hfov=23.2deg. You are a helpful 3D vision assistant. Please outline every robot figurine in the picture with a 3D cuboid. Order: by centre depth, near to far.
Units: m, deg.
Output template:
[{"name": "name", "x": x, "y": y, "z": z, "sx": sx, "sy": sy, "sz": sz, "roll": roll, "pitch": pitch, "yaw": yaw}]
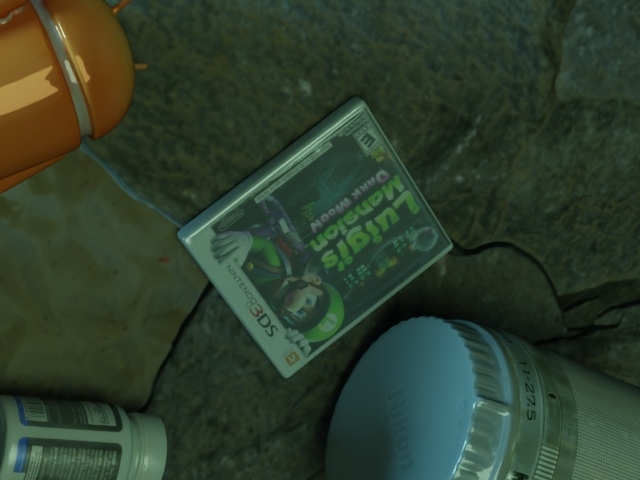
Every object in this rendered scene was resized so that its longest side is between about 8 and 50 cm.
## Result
[{"name": "robot figurine", "x": -0.227, "y": -0.110, "z": 1.107, "sx": 0.219, "sy": 0.128, "sz": 0.158, "roll": -23, "pitch": 108, "yaw": -14}]

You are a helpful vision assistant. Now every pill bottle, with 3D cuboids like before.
[{"name": "pill bottle", "x": -0.199, "y": 0.168, "z": 1.262, "sx": 0.137, "sy": 0.078, "sz": 0.078, "roll": 9, "pitch": 107, "yaw": -27}]

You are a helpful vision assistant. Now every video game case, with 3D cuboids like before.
[{"name": "video game case", "x": 0.000, "y": 0.000, "z": 1.317, "sx": 0.190, "sy": 0.022, "sz": 0.173, "roll": -38, "pitch": 122, "yaw": -6}]

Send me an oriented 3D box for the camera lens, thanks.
[{"name": "camera lens", "x": 0.170, "y": 0.201, "z": 1.364, "sx": 0.274, "sy": 0.219, "sz": 0.219, "roll": 23, "pitch": 100, "yaw": -30}]
